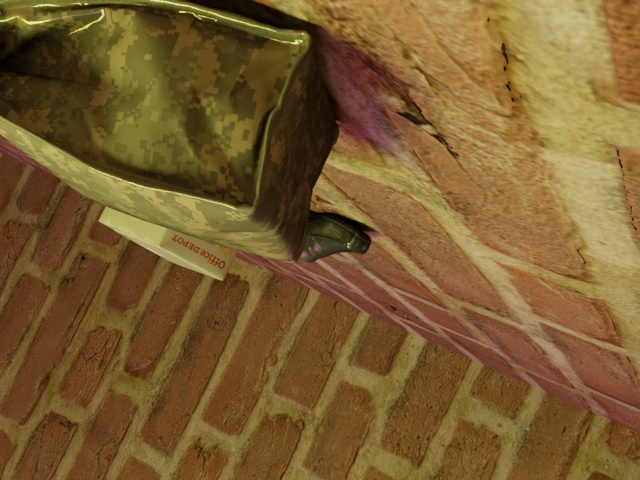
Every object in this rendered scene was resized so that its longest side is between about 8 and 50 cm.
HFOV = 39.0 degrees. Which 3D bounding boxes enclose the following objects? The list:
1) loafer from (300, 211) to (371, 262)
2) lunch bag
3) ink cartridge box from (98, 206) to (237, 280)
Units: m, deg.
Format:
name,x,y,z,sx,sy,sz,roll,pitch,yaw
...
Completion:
name,x,y,z,sx,sy,sz,roll,pitch,yaw
loafer,0.000,0.000,1.407,0.076,0.078,0.223,30,172,-33
lunch bag,-0.145,-0.102,0.755,0.286,0.169,0.235,15,171,10
ink cartridge box,-0.161,-0.061,1.130,0.127,0.176,0.128,20,171,40
